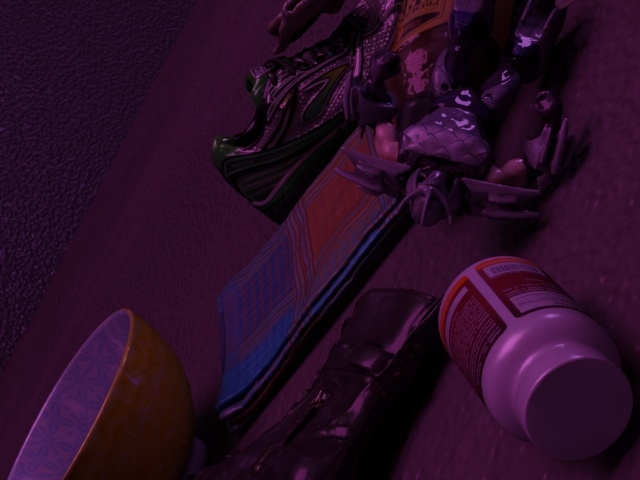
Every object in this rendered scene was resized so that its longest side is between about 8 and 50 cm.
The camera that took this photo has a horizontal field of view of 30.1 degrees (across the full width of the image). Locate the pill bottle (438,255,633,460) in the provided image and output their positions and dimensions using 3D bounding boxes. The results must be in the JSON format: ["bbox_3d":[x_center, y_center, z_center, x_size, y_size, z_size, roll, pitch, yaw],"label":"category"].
[{"bbox_3d":[0.131,0.072,0.733,0.086,0.086,0.152,-56,18,10],"label":"pill bottle"}]

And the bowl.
[{"bbox_3d":[-0.215,0.235,1.280,0.289,0.156,0.289,-51,19,25],"label":"bowl"}]

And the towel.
[{"bbox_3d":[0.000,0.000,1.281,0.370,0.040,0.271,-52,20,21],"label":"towel"}]

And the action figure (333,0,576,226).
[{"bbox_3d":[0.117,-0.117,0.961,0.099,0.185,0.285,104,-171,-54],"label":"action figure"}]

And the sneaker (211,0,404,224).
[{"bbox_3d":[0.000,-0.184,1.403,0.344,0.146,0.134,-53,18,12],"label":"sneaker"}]

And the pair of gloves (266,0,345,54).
[{"bbox_3d":[0.038,-0.317,1.431,0.240,0.042,0.204,-41,6,-10],"label":"pair of gloves"}]

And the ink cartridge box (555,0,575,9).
[{"bbox_3d":[0.312,-0.267,0.725,0.309,0.130,0.272,-28,35,59],"label":"ink cartridge box"}]

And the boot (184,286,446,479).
[{"bbox_3d":[0.003,0.143,0.994,0.263,0.091,0.229,-13,42,61],"label":"boot"}]

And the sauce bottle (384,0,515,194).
[{"bbox_3d":[0.122,-0.179,1.126,0.111,0.111,0.344,-41,24,43],"label":"sauce bottle"}]
